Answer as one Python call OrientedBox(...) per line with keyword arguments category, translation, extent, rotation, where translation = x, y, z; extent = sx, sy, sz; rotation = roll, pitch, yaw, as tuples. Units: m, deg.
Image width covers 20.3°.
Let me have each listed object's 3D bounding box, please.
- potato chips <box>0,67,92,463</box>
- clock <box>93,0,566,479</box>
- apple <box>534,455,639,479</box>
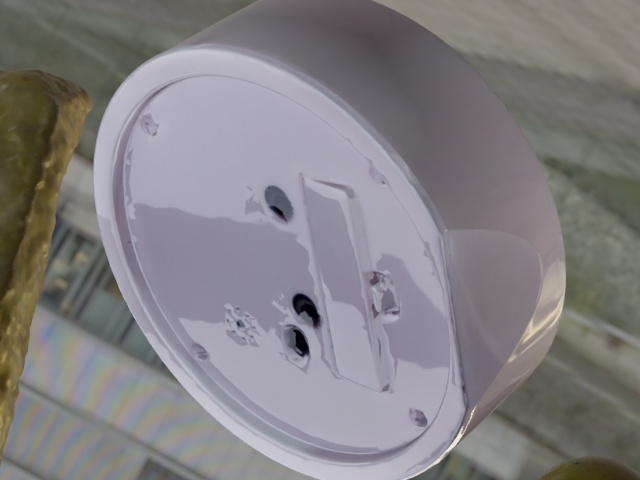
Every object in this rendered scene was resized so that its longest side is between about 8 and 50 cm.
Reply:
OrientedBox(category="potato chips", translation=(-0.164, 0.064, 0.809), extent=(0.057, 0.407, 0.080), rotation=(5, 147, 4))
OrientedBox(category="clock", translation=(0.000, 0.000, 0.728), extent=(0.197, 0.068, 0.196), rotation=(24, 132, 30))
OrientedBox(category="apple", translation=(0.148, 0.160, 0.957), extent=(0.090, 0.089, 0.074), rotation=(26, -154, 33))
